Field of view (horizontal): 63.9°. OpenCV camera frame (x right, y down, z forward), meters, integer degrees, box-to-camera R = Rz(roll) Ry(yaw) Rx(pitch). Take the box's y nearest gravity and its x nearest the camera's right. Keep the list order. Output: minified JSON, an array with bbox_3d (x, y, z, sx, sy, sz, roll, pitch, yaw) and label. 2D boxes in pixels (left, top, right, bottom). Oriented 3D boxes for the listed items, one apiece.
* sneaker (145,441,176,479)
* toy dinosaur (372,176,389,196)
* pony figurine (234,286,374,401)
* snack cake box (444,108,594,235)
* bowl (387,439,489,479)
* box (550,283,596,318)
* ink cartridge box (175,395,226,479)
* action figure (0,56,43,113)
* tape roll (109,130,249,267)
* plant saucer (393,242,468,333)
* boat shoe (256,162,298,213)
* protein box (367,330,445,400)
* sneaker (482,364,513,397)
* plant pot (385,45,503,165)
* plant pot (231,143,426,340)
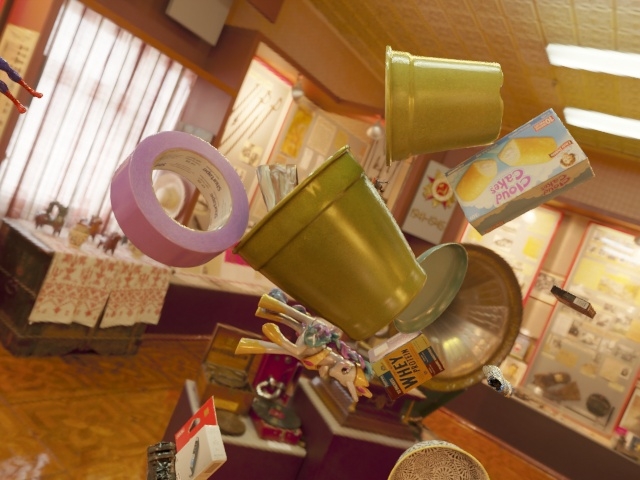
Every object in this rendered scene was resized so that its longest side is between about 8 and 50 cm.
[{"bbox_3d":[-0.466,0.675,1.493,0.104,0.147,0.296,0,-7,-19],"label":"sneaker"},{"bbox_3d":[0.171,-0.168,1.588,0.090,0.047,0.082,21,-25,48],"label":"toy dinosaur"},{"bbox_3d":[-0.012,0.267,1.423,0.363,0.303,0.351,24,25,-1],"label":"pony figurine"},{"bbox_3d":[0.431,-0.144,1.131,0.089,0.264,0.152,31,34,-48],"label":"snack cake box"},{"bbox_3d":[0.191,0.400,0.863,0.170,0.170,0.080,22,11,-2],"label":"bowl"},{"bbox_3d":[0.782,0.191,1.584,0.116,0.029,0.162,33,4,38],"label":"box"},{"bbox_3d":[-0.478,0.771,1.913,0.066,0.296,0.261,20,32,-40],"label":"ink cartridge box"},{"bbox_3d":[-0.780,-0.424,1.219,0.139,0.091,0.280,26,-20,37],"label":"action figure"},{"bbox_3d":[-0.284,-0.086,1.063,0.275,0.275,0.090,21,-37,-38],"label":"tape roll"},{"bbox_3d":[0.321,0.139,1.544,0.044,0.317,0.317,38,12,39],"label":"plant saucer"},{"bbox_3d":[-0.067,-0.055,1.237,0.116,0.324,0.123,-15,-19,-4],"label":"boat shoe"},{"bbox_3d":[0.278,0.399,1.711,0.136,0.200,0.201,59,2,1],"label":"protein box"},{"bbox_3d":[0.554,0.440,1.633,0.058,0.052,0.135,17,16,-25],"label":"sneaker"},{"bbox_3d":[0.279,-0.311,1.191,0.254,0.276,0.276,1,0,8],"label":"plant pot"},{"bbox_3d":[0.047,0.032,1.198,0.353,0.366,0.366,48,2,-2],"label":"plant pot"}]
